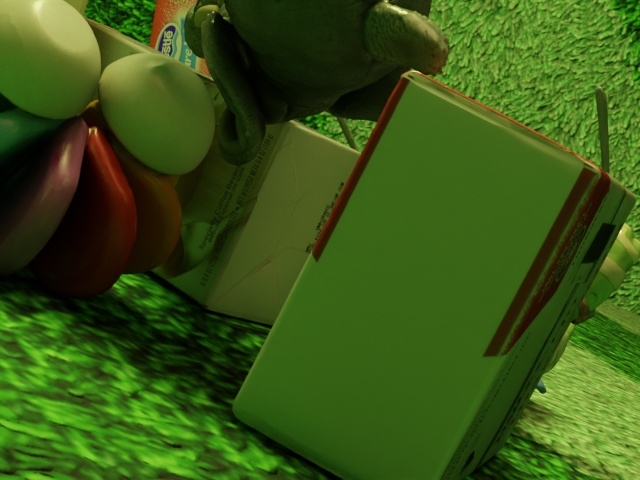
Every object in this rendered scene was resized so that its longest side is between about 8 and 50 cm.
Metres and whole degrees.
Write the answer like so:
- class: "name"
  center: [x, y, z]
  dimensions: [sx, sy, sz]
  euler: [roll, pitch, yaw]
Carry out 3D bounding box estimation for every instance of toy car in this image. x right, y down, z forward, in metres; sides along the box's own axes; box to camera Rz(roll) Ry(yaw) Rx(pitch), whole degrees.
- class: "toy car"
  center: [-0.155, -0.036, 0.789]
  dimensions: [0.182, 0.159, 0.136]
  euler: [25, 44, -37]

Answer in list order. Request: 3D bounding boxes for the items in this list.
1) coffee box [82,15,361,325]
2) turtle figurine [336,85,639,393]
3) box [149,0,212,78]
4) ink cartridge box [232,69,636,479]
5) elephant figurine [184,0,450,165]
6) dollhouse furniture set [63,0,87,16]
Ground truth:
- class: "coffee box"
  center: [-0.109, -0.056, 1.039]
  dimensions: [0.246, 0.141, 0.098]
  euler: [29, 7, 36]
- class: "turtle figurine"
  center: [0.141, 0.005, 1.116]
  dimensions: [0.266, 0.198, 0.274]
  euler: [70, 0, -74]
- class: "box"
  center: [-0.105, -0.189, 1.540]
  dimensions: [0.128, 0.257, 0.123]
  euler: [5, -6, 32]
- class: "ink cartridge box"
  center: [0.080, 0.029, 0.813]
  dimensions: [0.114, 0.197, 0.273]
  euler: [29, 7, 14]
- class: "elephant figurine"
  center: [-0.014, -0.124, 0.871]
  dimensions: [0.169, 0.186, 0.239]
  euler: [16, -34, 0]
- class: "dollhouse furniture set"
  center: [-0.441, -0.329, 1.617]
  dimensions: [0.303, 0.198, 0.286]
  euler: [24, 11, 36]
